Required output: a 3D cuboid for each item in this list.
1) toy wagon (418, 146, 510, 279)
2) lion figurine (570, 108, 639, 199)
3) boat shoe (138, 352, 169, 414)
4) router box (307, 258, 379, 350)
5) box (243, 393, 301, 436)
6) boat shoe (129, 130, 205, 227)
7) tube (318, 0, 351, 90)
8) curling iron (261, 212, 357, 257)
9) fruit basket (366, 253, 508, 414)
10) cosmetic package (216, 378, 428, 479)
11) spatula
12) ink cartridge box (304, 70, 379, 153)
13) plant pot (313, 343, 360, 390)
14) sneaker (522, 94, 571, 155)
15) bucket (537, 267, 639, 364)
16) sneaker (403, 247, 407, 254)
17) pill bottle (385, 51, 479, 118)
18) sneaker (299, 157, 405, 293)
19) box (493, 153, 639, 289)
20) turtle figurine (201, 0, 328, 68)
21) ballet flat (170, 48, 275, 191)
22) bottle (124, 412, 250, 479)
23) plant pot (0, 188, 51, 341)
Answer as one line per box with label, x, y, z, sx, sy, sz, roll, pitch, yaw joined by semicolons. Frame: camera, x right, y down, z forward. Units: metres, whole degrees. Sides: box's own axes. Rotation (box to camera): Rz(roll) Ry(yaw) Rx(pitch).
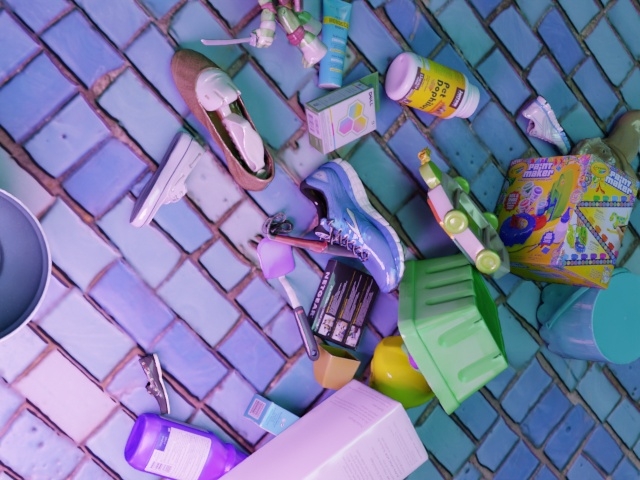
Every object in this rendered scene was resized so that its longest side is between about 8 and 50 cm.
toy wagon;0.328;-0.069;2.009;0.068;0.267;0.344;-37;101;21
lion figurine;0.826;-0.253;2.328;0.240;0.142;0.392;51;55;-12
boat shoe;-0.345;0.302;1.780;0.042;0.049;0.133;-18;98;-20
router box;0.051;0.149;1.978;0.133;0.046;0.179;25;81;-26
box;-0.046;0.429;1.910;0.244;0.100;0.060;34;78;-25
boat shoe;-0.307;-0.115;1.758;0.076;0.083;0.226;33;77;-24
tube;0.030;-0.448;1.943;0.080;0.052;0.207;9;83;-40
curling iron;0.000;0.000;1.925;0.274;0.035;0.068;18;83;-16
fruit basket;0.226;0.236;1.952;0.392;0.392;0.283;-37;108;-21
cosmetic package;0.001;0.474;1.763;0.385;0.217;0.156;-34;108;-17
spatula;-0.063;0.129;1.907;0.084;0.030;0.296;-19;83;-25
ink cartridge box;0.069;-0.291;1.935;0.209;0.062;0.109;-28;133;-24
plant pot;0.029;0.295;1.958;0.081;0.081;0.083;15;97;-27
sneaker;0.587;-0.288;2.235;0.083;0.071;0.191;-34;118;12
bucket;0.736;0.194;2.258;0.281;0.183;0.281;-1;92;-29
sneaker;0.141;-0.009;2.011;0.161;0.057;0.075;15;91;-24
pill bottle;0.269;-0.361;2.027;0.215;0.117;0.117;15;86;-27
sneaker;0.062;-0.017;1.890;0.147;0.130;0.330;-27;75;-25
box;0.584;-0.047;2.109;0.177;0.290;0.279;24;81;-25
turtle figurine;-0.126;-0.468;1.799;0.266;0.198;0.275;37;86;-40
ballet flat;-0.190;-0.254;1.790;0.116;0.124;0.342;-34;107;-22
bottle;-0.266;0.454;1.802;0.283;0.092;0.118;24;85;-26
plant pot;-0.647;0.039;1.526;0.293;0.196;0.293;-2;94;-27
